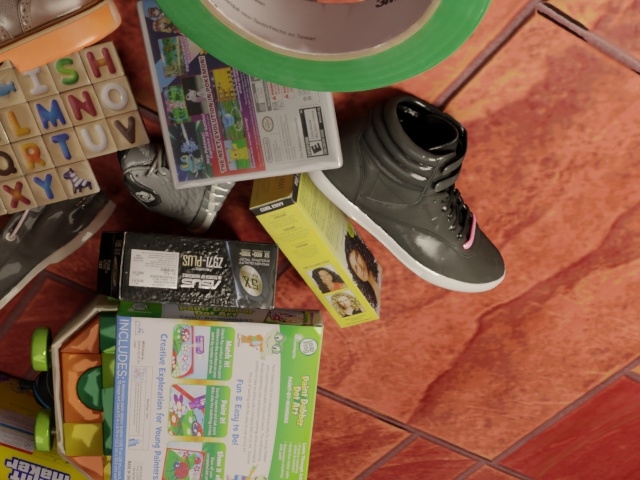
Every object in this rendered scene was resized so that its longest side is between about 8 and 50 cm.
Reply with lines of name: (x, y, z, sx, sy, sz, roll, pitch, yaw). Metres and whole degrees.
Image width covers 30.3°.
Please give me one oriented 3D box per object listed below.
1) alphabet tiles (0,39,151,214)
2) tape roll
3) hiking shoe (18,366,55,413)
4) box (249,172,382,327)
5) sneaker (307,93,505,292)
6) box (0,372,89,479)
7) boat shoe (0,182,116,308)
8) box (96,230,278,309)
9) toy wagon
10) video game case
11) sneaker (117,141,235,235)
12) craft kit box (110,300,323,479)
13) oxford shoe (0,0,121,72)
alphabet tiles: (-0.311, -0.133, 1.285, 0.237, 0.009, 0.198, -12, 113, 16)
tape roll: (-0.002, -0.270, 1.030, 0.321, 0.077, 0.321, 7, 143, 5)
hiking shoe: (-0.263, 0.237, 1.671, 0.304, 0.113, 0.132, 32, 151, -25)
box: (0.000, 0.000, 1.401, 0.058, 0.087, 0.232, -17, 134, 23)
sneaker: (0.135, -0.049, 1.323, 0.296, 0.104, 0.147, 35, 133, -23)
box: (-0.482, 0.347, 1.731, 0.290, 0.177, 0.279, 22, 134, -18)
boat shoe: (-0.386, 0.016, 1.439, 0.335, 0.112, 0.095, -35, 106, 27)
box: (-0.157, 0.034, 1.369, 0.180, 0.077, 0.147, 5, 179, -21)
toy wagon: (-0.230, 0.159, 1.495, 0.267, 0.068, 0.344, 1, 112, -4)
video game case: (-0.082, -0.162, 1.214, 0.183, 0.023, 0.201, -7, 105, 11)
sneaker: (-0.156, -0.097, 1.311, 0.132, 0.086, 0.229, 18, 136, -11)
craft kit box: (-0.130, 0.199, 1.453, 0.246, 0.061, 0.250, 5, 111, -4)
oxford shoe: (-0.383, -0.202, 1.135, 0.363, 0.130, 0.133, -26, 115, -14)
